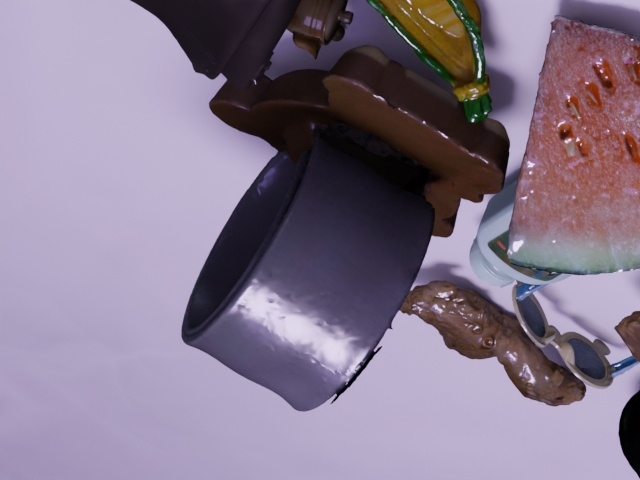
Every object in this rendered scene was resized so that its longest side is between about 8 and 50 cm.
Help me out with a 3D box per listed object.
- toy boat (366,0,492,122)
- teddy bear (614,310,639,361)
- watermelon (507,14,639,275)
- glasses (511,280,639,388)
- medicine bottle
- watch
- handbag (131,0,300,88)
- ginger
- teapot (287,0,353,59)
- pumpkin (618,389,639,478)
[{"bbox_3d":[0.100,-0.212,1.620,0.229,0.088,0.089,41,147,-29],"label":"toy boat"},{"bbox_3d":[0.474,0.094,1.811,0.246,0.222,0.296,59,170,6],"label":"teddy bear"},{"bbox_3d":[0.277,-0.101,1.634,0.193,0.140,0.257,2,114,20],"label":"watermelon"},{"bbox_3d":[0.345,0.099,1.978,0.189,0.088,0.220,39,148,-26],"label":"glasses"},{"bbox_3d":[0.246,-0.012,1.865,0.121,0.083,0.229,30,152,-13],"label":"medicine bottle"},{"bbox_3d":[0.000,0.000,1.767,0.314,0.327,0.335,30,163,-14],"label":"watch"},{"bbox_3d":[-0.151,-0.284,1.636,0.285,0.113,0.257,31,152,1],"label":"handbag"},{"bbox_3d":[0.225,0.140,2.141,0.290,0.084,0.122,34,144,-20],"label":"ginger"},{"bbox_3d":[-0.006,-0.221,1.702,0.080,0.085,0.110,22,173,11],"label":"teapot"},{"bbox_3d":[0.468,0.257,2.108,0.202,0.140,0.202,33,165,10],"label":"pumpkin"}]
